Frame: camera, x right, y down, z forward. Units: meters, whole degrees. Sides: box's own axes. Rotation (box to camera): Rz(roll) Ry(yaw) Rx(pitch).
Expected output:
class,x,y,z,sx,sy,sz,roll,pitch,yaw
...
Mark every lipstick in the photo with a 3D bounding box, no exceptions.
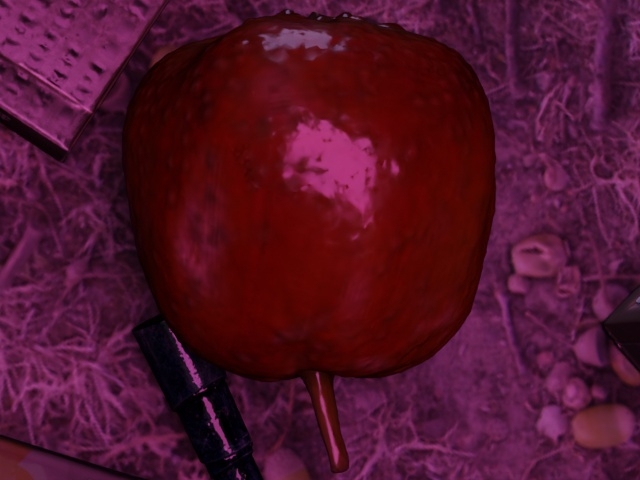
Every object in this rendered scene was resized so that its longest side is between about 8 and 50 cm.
class,x,y,z,sx,sy,sz,roll,pitch,yaw
lipstick,-0.071,0.162,1.343,0.053,0.053,0.234,-26,98,-17

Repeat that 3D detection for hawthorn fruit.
class,x,y,z,sx,sy,sz,roll,pitch,yaw
hawthorn fruit,0.000,0.000,1.253,0.287,0.287,0.330,-4,92,-17

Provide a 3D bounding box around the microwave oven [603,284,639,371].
class,x,y,z,sx,sy,sz,roll,pitch,yaw
microwave oven,0.463,0.040,1.417,0.355,0.218,0.286,-42,96,-15

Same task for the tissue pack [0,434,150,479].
class,x,y,z,sx,sy,sz,roll,pitch,yaw
tissue pack,-0.207,0.222,1.241,0.229,0.145,0.159,20,79,-14

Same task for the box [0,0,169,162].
class,x,y,z,sx,sy,sz,roll,pitch,yaw
box,-0.181,-0.243,1.338,0.180,0.047,0.325,34,77,-10
